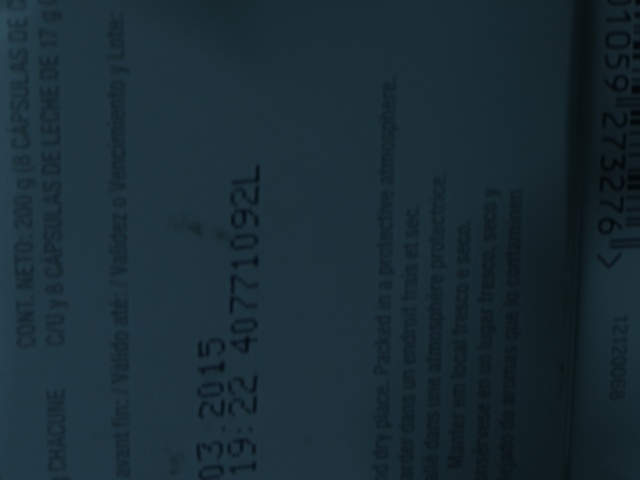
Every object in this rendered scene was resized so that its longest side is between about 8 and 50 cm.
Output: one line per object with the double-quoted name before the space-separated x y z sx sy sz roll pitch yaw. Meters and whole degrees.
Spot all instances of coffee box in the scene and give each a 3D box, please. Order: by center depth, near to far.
"coffee box" 0.000 0.000 0.672 0.334 0.338 0.338 -141 51 -70
